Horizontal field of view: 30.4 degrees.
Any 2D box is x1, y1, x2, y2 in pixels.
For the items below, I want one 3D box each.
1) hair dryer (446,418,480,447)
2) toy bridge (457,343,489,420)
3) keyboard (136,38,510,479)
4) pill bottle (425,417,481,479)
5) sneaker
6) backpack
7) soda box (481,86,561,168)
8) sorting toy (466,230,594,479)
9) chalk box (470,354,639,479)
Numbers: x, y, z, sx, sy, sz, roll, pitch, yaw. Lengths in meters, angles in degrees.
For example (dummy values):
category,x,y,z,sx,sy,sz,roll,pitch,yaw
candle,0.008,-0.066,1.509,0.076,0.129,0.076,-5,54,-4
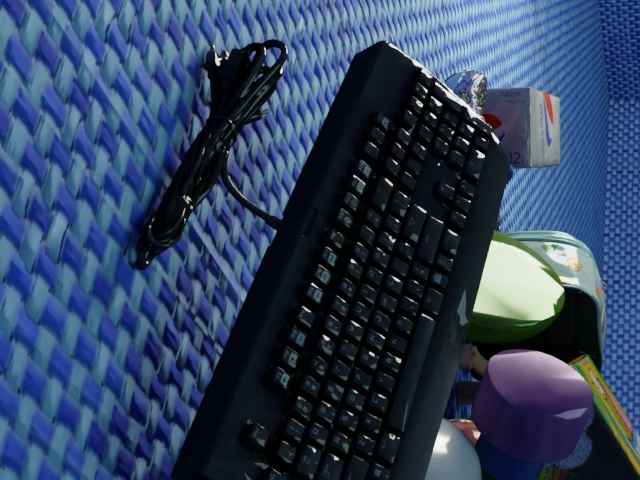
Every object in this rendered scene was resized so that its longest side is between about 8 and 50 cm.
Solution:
category,x,y,z,sx,sy,sz,roll,pitch,yaw
hair dryer,0.099,0.239,0.848,0.293,0.080,0.224,-176,-97,-79
toy bridge,0.187,0.174,1.332,0.188,0.063,0.026,66,29,-50
keyboard,0.000,0.000,0.628,0.033,0.201,0.317,-44,-161,48
pill bottle,0.023,0.195,0.689,0.146,0.146,0.264,-29,116,-70
sneaker,0.156,-0.081,1.205,0.083,0.087,0.221,62,32,-56
backpack,0.242,0.067,1.340,0.188,0.166,0.144,69,25,-54
soda box,0.225,-0.131,1.407,0.286,0.098,0.091,-12,101,-71
sorting toy,0.084,0.053,0.835,0.365,0.127,0.126,-110,-149,-55
chalk box,0.265,0.286,1.195,0.289,0.180,0.179,61,15,10
